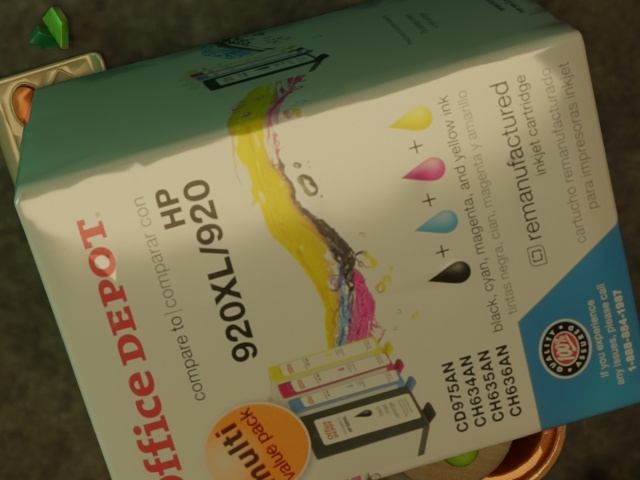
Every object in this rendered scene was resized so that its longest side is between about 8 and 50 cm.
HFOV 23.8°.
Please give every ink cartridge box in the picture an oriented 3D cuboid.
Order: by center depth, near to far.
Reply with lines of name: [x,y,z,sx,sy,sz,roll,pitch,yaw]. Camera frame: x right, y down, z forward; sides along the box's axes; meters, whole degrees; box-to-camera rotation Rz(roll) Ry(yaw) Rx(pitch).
ink cartridge box: [0.000,0.000,0.684,0.232,0.168,0.171,-16,110,-2]

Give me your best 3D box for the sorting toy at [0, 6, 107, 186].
sorting toy: [-0.132,-0.069,0.737,0.062,0.012,0.083,-16,107,-1]

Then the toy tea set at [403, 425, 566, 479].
toy tea set: [0.110,0.216,0.784,0.200,0.124,0.336,-32,106,4]
